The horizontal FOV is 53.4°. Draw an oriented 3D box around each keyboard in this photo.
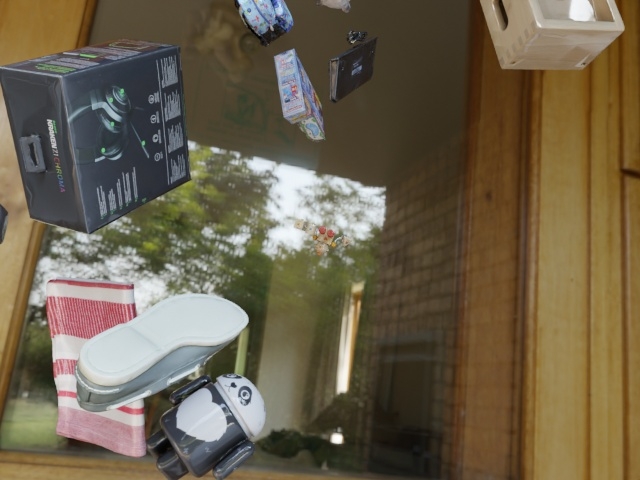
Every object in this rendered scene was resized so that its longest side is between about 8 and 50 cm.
[{"bbox_3d":[0.057,-0.314,1.106,0.023,0.108,0.180,17,34,18],"label":"keyboard"}]

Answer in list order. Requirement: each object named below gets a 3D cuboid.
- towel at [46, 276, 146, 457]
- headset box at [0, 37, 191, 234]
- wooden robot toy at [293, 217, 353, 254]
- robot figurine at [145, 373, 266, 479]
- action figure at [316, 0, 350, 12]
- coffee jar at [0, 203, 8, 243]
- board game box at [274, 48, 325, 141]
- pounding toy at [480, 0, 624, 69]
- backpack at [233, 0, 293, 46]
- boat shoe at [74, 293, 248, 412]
[{"bbox_3d":[-0.436,0.239,1.228,0.236,0.330,0.037,1,7,31],"label":"towel"},{"bbox_3d":[-0.352,-0.175,1.027,0.131,0.247,0.283,13,31,23],"label":"headset box"},{"bbox_3d":[0.000,0.000,1.764,0.173,0.079,0.076,21,-1,7],"label":"wooden robot toy"},{"bbox_3d":[-0.260,0.431,1.479,0.278,0.209,0.173,-33,1,-16],"label":"robot figurine"},{"bbox_3d":[0.081,-0.592,1.196,0.178,0.330,0.341,8,29,-28],"label":"action figure"},{"bbox_3d":[-0.759,-0.026,1.342,0.184,0.096,0.079,-9,-33,4],"label":"coffee jar"},{"bbox_3d":[-0.050,-0.343,1.602,0.060,0.194,0.194,-17,-43,14],"label":"board game box"},{"bbox_3d":[0.313,-0.316,0.819,0.205,0.181,0.094,-5,-19,-19],"label":"pounding toy"},{"bbox_3d":[-0.168,-0.648,1.759,0.116,0.158,0.173,-27,-13,14],"label":"backpack"},{"bbox_3d":[-0.241,0.169,0.988,0.116,0.099,0.319,36,28,22],"label":"boat shoe"}]
